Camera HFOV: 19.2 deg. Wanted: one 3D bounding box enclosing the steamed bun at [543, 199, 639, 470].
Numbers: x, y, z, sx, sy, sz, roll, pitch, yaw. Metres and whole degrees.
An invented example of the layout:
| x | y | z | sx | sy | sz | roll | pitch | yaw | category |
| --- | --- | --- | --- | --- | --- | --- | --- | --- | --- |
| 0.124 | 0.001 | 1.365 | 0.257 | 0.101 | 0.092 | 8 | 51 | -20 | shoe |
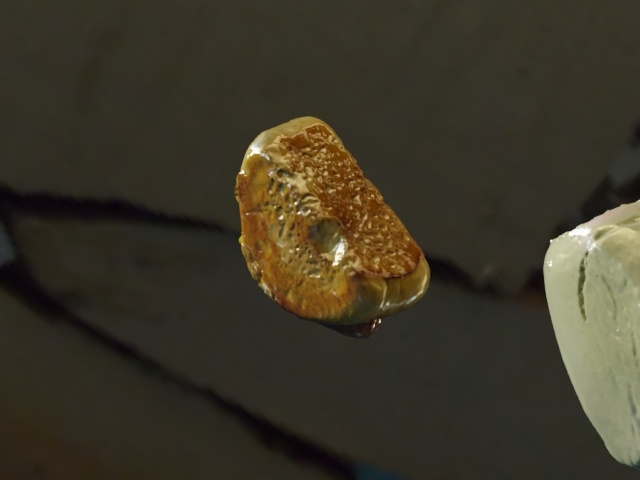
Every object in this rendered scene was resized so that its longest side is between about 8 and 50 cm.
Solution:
| x | y | z | sx | sy | sz | roll | pitch | yaw | category |
| --- | --- | --- | --- | --- | --- | --- | --- | --- | --- |
| 0.307 | 0.075 | 1.669 | 0.170 | 0.152 | 0.239 | -13 | -102 | -31 | steamed bun |

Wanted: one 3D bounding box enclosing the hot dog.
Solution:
| x | y | z | sx | sy | sz | roll | pitch | yaw | category |
| --- | --- | --- | --- | --- | --- | --- | --- | --- | --- |
| 0.000 | 0.000 | 2.124 | 0.150 | 0.153 | 0.257 | -19 | -115 | -40 | hot dog |
